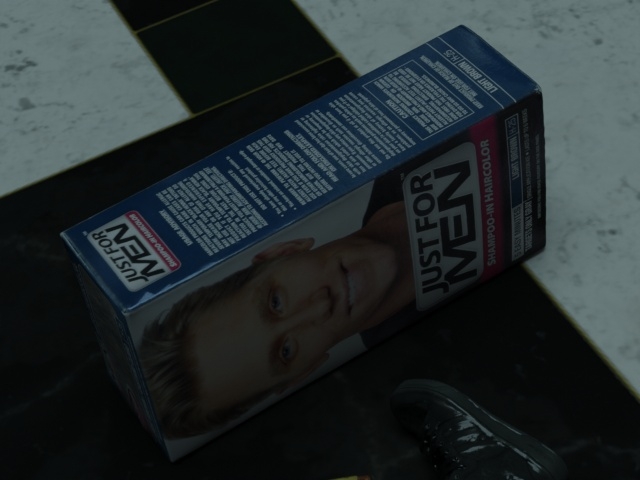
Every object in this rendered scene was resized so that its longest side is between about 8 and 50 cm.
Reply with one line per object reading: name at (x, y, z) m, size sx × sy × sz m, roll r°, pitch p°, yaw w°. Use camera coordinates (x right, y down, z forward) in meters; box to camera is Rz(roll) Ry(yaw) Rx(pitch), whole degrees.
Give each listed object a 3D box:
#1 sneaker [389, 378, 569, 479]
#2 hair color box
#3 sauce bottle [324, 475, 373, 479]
sneaker at (0.099, 0.160, 1.091) m, size 0.170 × 0.051 × 0.089 m, roll 27°, pitch 51°, yaw 28°
hair color box at (0.000, 0.000, 1.185) m, size 0.347 × 0.174 × 0.105 m, roll -29°, pitch 48°, yaw -17°
sauce bottle at (-0.024, 0.189, 1.095) m, size 0.128 × 0.042 × 0.042 m, roll -11°, pitch 44°, yaw 2°
